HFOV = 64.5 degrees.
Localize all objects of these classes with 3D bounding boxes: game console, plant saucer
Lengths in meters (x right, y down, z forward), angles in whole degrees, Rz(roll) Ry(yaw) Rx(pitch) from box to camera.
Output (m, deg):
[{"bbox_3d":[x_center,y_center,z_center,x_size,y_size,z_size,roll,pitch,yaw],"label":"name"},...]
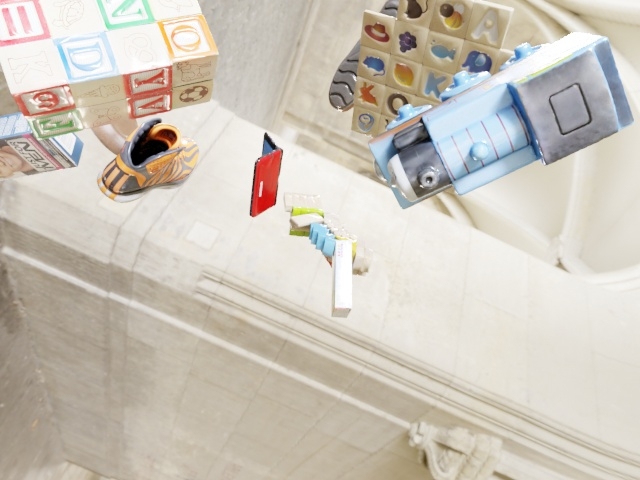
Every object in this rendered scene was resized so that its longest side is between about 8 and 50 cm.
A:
[{"bbox_3d":[-0.134,-0.143,1.100,0.124,0.085,0.144,-37,148,-46],"label":"game console"},{"bbox_3d":[-0.489,-0.294,1.202,0.036,0.199,0.199,-22,-165,12],"label":"plant saucer"}]

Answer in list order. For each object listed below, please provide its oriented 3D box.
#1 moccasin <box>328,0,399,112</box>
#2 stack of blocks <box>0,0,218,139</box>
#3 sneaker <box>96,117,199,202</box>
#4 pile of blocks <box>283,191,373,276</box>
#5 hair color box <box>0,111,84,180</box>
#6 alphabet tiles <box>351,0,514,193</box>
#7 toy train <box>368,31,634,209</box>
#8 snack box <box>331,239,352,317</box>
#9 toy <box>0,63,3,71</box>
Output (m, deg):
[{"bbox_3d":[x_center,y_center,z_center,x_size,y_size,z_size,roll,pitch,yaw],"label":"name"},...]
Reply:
[{"bbox_3d":[0.154,-0.577,1.613,0.380,0.139,0.147,-62,172,4],"label":"moccasin"},{"bbox_3d":[-0.230,-0.263,0.477,0.171,0.297,0.087,-20,172,-21],"label":"stack of blocks"},{"bbox_3d":[-0.349,-0.201,1.167,0.180,0.125,0.321,-37,-171,33],"label":"sneaker"},{"bbox_3d":[0.000,0.000,1.340,0.362,0.148,0.113,44,-47,43],"label":"pile of blocks"},{"bbox_3d":[-0.936,-0.284,1.550,0.174,0.347,0.105,68,17,-57],"label":"hair color box"},{"bbox_3d":[0.189,-0.240,0.862,0.011,0.285,0.343,-51,157,-38],"label":"alphabet tiles"},{"bbox_3d":[0.124,-0.086,0.381,0.184,0.080,0.105,-25,-162,15],"label":"toy train"},{"bbox_3d":[0.043,0.081,1.041,0.100,0.037,0.141,102,-10,-71],"label":"snack box"},{"bbox_3d":[-0.407,-0.316,0.788,0.237,0.136,0.056,-24,-122,32],"label":"toy"}]
